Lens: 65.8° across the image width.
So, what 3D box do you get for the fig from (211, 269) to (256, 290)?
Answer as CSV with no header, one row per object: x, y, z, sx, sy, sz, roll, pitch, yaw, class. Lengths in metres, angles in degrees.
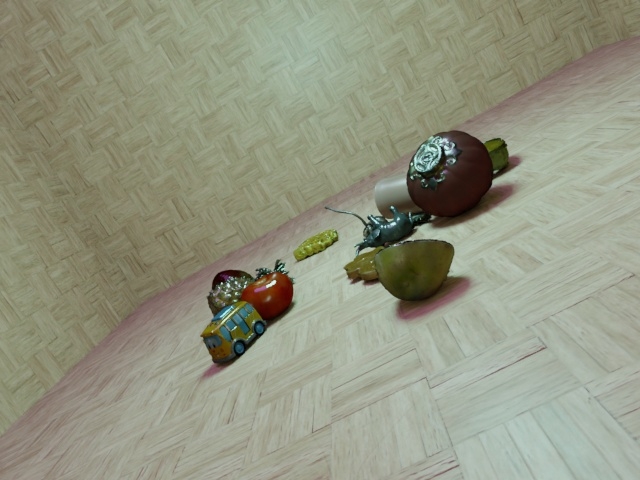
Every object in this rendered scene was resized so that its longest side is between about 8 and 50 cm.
-0.356,0.191,2.171,0.190,0.191,0.290,-22,14,35,fig

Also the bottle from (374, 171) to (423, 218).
0.386,-0.195,1.976,0.296,0.173,0.206,-14,-10,37,bottle

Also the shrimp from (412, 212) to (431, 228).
0.354,-0.064,1.836,0.091,0.034,0.161,-48,11,-24,shrimp

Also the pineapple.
-0.270,0.204,1.982,0.360,0.175,0.175,-21,6,-27,pineapple

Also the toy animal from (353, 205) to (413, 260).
0.218,-0.032,1.811,0.269,0.082,0.137,-29,41,2,toy animal

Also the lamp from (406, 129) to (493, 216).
0.437,-0.226,1.696,0.303,0.256,0.304,-26,52,39,lamp

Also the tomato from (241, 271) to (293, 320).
-0.184,0.201,1.756,0.195,0.136,0.195,-26,11,5,tomato

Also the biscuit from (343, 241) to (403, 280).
0.186,0.072,1.613,0.202,0.044,0.288,-37,11,-33,biscuit

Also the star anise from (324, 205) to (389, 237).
0.160,-0.113,2.099,0.218,0.227,0.148,-35,11,45,star anise

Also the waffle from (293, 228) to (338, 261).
0.000,0.001,2.386,0.219,0.057,0.229,-24,12,29,waffle

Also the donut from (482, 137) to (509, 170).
0.629,-0.311,1.963,0.271,0.107,0.272,-24,11,5,donut

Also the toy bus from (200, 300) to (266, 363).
-0.290,0.293,1.619,0.126,0.136,0.209,-21,16,41,toy bus

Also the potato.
0.234,0.088,1.217,0.202,0.182,0.117,-9,55,16,potato
